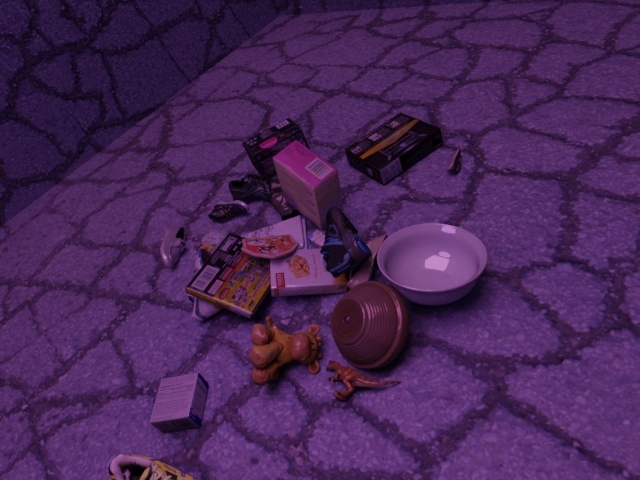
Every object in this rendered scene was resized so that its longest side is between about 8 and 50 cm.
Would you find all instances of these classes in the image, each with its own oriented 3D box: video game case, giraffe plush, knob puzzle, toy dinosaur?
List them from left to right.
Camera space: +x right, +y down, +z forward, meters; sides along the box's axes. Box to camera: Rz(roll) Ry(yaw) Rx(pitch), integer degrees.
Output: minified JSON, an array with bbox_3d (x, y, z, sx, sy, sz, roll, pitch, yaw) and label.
[{"bbox_3d":[-0.263,0.109,1.591,0.248,0.035,0.275,18,49,15],"label":"video game case"},{"bbox_3d":[-0.165,0.014,1.590,0.213,0.030,0.213,0,20,0],"label":"knob puzzle"},{"bbox_3d":[-0.085,0.305,1.346,0.170,0.181,0.210,-1,10,12],"label":"giraffe plush"},{"bbox_3d":[0.086,0.361,1.249,0.211,0.064,0.112,13,52,35],"label":"toy dinosaur"}]

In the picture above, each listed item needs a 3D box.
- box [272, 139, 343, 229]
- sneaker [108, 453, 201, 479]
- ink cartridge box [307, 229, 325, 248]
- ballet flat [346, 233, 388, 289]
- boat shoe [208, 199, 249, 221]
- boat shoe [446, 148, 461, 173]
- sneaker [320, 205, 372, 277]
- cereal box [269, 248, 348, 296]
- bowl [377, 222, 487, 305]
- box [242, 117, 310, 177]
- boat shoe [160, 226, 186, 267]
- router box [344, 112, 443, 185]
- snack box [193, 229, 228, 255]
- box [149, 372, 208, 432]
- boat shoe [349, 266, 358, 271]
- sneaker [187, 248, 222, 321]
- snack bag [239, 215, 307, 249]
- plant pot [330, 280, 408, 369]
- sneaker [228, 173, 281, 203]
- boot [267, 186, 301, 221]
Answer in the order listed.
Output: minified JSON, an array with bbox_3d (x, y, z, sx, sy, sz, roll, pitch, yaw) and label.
[{"bbox_3d":[-0.040,-0.196,1.727,0.117,0.243,0.213,-41,61,-18],"label":"box"},{"bbox_3d":[-0.355,0.611,1.133,0.385,0.147,0.145,2,46,26],"label":"sneaker"},{"bbox_3d":[0.000,0.000,1.702,0.048,0.028,0.083,-40,43,-18],"label":"ink cartridge box"},{"bbox_3d":[0.143,0.063,1.514,0.086,0.086,0.248,3,47,29],"label":"ballet flat"},{"bbox_3d":[-0.378,-0.114,1.988,0.183,0.065,0.083,2,48,37],"label":"boat shoe"},{"bbox_3d":[0.495,-0.290,1.764,0.046,0.038,0.125,-46,11,47],"label":"boat shoe"},{"bbox_3d":[0.049,-0.004,1.533,0.140,0.125,0.341,-40,21,9],"label":"sneaker"},{"bbox_3d":[-0.042,0.098,1.547,0.240,0.047,0.173,-3,42,-6],"label":"cereal box"},{"bbox_3d":[0.312,0.088,1.356,0.298,0.134,0.298,-7,35,5],"label":"bowl"},{"bbox_3d":[-0.195,-0.409,2.149,0.247,0.142,0.163,-30,39,-8],"label":"box"},{"bbox_3d":[-0.581,0.016,1.929,0.081,0.079,0.227,-23,37,8],"label":"boat shoe"},{"bbox_3d":[0.287,-0.372,1.918,0.309,0.081,0.243,-35,42,-12],"label":"router box"},{"bbox_3d":[-0.420,0.009,1.865,0.141,0.037,0.100,10,52,50],"label":"snack box"},{"bbox_3d":[-0.398,0.460,1.371,0.126,0.072,0.137,-13,42,14],"label":"box"},{"bbox_3d":[0.096,0.035,1.602,0.056,0.048,0.153,-13,42,13],"label":"boat shoe"},{"bbox_3d":[-0.417,0.149,1.678,0.131,0.112,0.296,-39,39,12],"label":"sneaker"},{"bbox_3d":[-0.197,0.067,1.722,0.323,0.037,0.342,-17,41,8],"label":"snack bag"},{"bbox_3d":[0.105,0.216,1.273,0.237,0.110,0.237,-19,62,40],"label":"plant pot"},{"bbox_3d":[-0.257,-0.223,2.009,0.267,0.106,0.101,-12,41,12],"label":"sneaker"},{"bbox_3d":[-0.076,-0.175,1.906,0.246,0.083,0.161,-35,52,-10],"label":"boot"}]
